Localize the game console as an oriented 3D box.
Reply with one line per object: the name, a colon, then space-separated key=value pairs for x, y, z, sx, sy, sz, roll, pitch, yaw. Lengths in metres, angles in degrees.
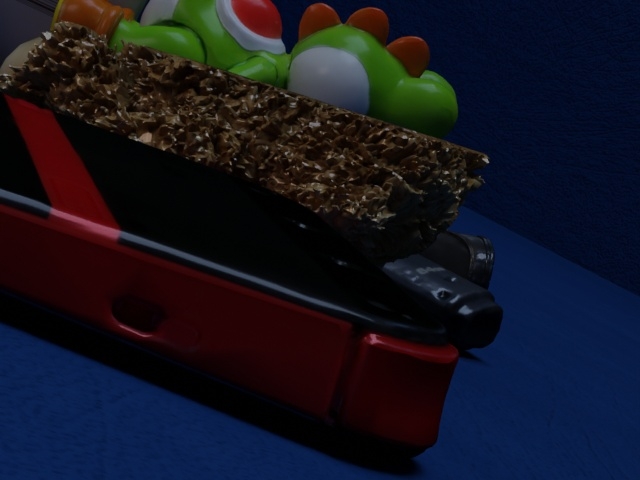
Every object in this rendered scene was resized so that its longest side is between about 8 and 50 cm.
game console: x=-0.127 y=-0.015 z=0.900 sx=0.342 sy=0.060 sz=0.386 roll=19 pitch=6 yaw=-15

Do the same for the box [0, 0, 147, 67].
box: x=-0.257 y=-0.315 z=1.899 sx=0.168 sy=0.215 sz=0.345 roll=24 pitch=22 yaw=-18

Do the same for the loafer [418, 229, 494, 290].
loafer: x=0.094 y=0.017 z=1.571 sx=0.061 sy=0.062 sz=0.170 roll=15 pitch=-2 yaw=-17

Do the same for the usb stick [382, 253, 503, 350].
usb stick: x=0.000 y=0.000 z=1.326 sx=0.278 sy=0.045 sz=0.077 roll=29 pitch=10 yaw=28

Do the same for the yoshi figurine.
yoshi figurine: x=-0.064 y=-0.106 z=1.704 sx=0.362 sy=0.204 sz=0.203 roll=12 pitch=-36 yaw=1

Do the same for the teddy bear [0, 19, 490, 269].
teddy bear: x=-0.062 y=-0.054 z=1.236 sx=0.338 sy=0.113 sz=0.245 roll=19 pitch=6 yaw=13
